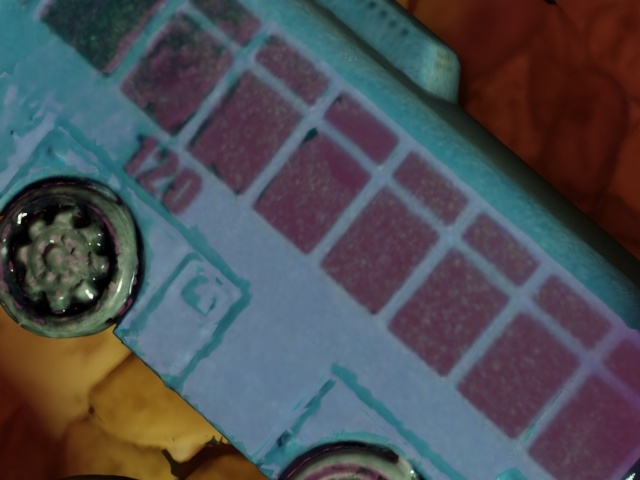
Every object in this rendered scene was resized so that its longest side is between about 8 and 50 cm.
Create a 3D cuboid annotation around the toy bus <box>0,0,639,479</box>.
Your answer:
[{"bbox_3d":[0.000,0.000,0.566,0.234,0.116,0.133,42,100,11],"label":"toy bus"}]

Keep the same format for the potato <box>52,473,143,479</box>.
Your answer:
[{"bbox_3d":[-0.092,0.159,0.576,0.200,0.137,0.154,-30,73,21],"label":"potato"}]
